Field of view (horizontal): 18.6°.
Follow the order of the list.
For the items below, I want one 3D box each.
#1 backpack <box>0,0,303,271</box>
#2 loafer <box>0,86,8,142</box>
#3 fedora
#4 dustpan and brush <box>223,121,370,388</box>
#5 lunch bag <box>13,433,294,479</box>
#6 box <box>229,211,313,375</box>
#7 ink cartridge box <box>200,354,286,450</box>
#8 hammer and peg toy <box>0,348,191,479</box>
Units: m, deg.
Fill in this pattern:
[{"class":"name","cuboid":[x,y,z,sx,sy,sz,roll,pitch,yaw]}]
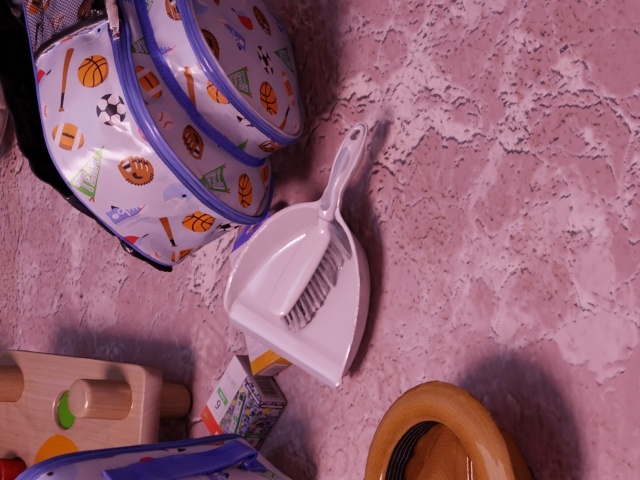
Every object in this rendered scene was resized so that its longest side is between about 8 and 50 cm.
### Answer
[{"class":"backpack","cuboid":[-0.135,-0.120,1.701,0.213,0.276,0.263,-24,54,29]},{"class":"loafer","cuboid":[-0.422,-0.191,2.203,0.111,0.112,0.319,-48,42,43]},{"class":"fedora","cuboid":[0.110,0.203,1.489,0.194,0.079,0.194,3,93,53]},{"class":"dustpan and brush","cuboid":[0.000,0.000,1.662,0.147,0.060,0.211,29,93,35]},{"class":"lunch bag","cuboid":[-0.153,0.275,1.646,0.115,0.303,0.243,34,113,34]},{"class":"box","cuboid":[-0.041,0.044,1.745,0.081,0.028,0.136,-36,56,43]},{"class":"ink cartridge box","cuboid":[-0.079,0.166,1.772,0.115,0.029,0.063,-59,45,27]},{"class":"hammer and peg toy","cuboid":[-0.279,0.243,1.928,0.361,0.127,0.266,1,86,48]}]
